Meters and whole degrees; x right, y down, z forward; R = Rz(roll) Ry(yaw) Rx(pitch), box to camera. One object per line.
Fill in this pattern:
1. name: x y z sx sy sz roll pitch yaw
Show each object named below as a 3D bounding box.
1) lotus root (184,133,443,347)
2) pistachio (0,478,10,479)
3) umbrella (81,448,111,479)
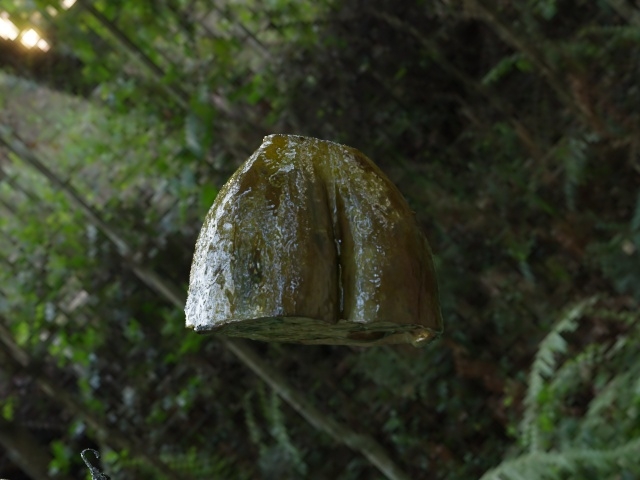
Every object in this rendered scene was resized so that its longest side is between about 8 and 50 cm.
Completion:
1. lotus root: -0.001 0.000 1.178 0.199 0.180 0.188 -2 -11 34
2. pistachio: -0.392 0.357 1.531 0.223 0.126 0.152 -60 29 -5
3. umbrella: -0.172 0.218 1.191 0.022 0.122 0.013 -6 -49 -37
